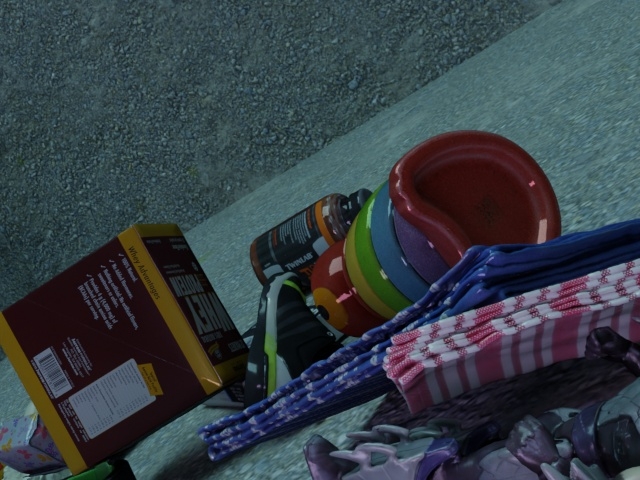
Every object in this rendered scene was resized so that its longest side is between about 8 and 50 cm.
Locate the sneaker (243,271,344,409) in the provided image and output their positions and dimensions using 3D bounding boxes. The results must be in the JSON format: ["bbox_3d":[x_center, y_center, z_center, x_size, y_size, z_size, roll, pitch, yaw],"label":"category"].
[{"bbox_3d":[-0.022,0.116,1.182,0.097,0.084,0.235,6,31,2],"label":"sneaker"}]

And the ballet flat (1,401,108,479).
[{"bbox_3d":[-0.309,0.229,1.486,0.409,0.147,0.147,-43,12,-35],"label":"ballet flat"}]

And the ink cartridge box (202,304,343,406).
[{"bbox_3d":[-0.046,0.124,1.361,0.208,0.045,0.206,-38,10,-25],"label":"ink cartridge box"}]

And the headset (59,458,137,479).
[{"bbox_3d":[-0.372,0.313,1.139,0.394,0.185,0.243,-28,3,-38],"label":"headset"}]

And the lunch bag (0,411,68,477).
[{"bbox_3d":[-0.307,0.231,1.227,0.071,0.083,0.053,-17,46,33],"label":"lunch bag"}]

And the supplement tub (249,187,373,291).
[{"bbox_3d":[0.000,0.000,1.611,0.198,0.106,0.106,-31,11,28],"label":"supplement tub"}]

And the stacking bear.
[{"bbox_3d":[0.089,0.017,1.115,0.164,0.175,0.289,-39,2,-36],"label":"stacking bear"}]

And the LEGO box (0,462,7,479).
[{"bbox_3d":[-0.669,0.354,1.391,0.193,0.372,0.500,-27,13,38],"label":"LEGO box"}]

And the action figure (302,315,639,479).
[{"bbox_3d":[0.136,0.115,0.626,0.285,0.099,0.185,-22,-2,35],"label":"action figure"}]

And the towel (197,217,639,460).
[{"bbox_3d":[0.083,0.072,0.853,0.243,0.040,0.336,-11,-18,-45],"label":"towel"}]

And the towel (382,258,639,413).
[{"bbox_3d":[0.141,0.064,0.713,0.197,0.029,0.144,-18,-21,5],"label":"towel"}]

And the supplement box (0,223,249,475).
[{"bbox_3d":[-0.207,0.111,1.198,0.194,0.191,0.129,-32,-6,12],"label":"supplement box"}]
